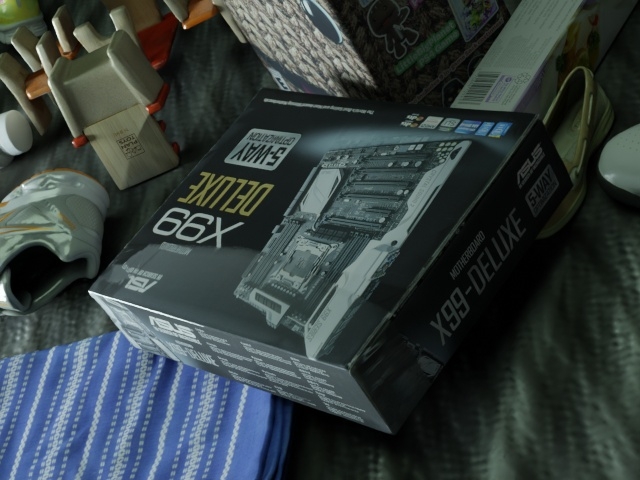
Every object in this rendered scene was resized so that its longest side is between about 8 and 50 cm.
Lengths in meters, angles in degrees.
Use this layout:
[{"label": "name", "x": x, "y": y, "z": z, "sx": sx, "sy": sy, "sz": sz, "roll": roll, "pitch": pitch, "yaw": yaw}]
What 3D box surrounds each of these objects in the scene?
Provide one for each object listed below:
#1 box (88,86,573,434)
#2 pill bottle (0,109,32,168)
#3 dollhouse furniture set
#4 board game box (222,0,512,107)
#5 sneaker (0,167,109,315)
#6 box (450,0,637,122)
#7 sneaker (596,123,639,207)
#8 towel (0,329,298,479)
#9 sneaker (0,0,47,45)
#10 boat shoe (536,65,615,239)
[{"label": "box", "x": 0.000, "y": 0.000, "z": 1.042, "sx": 0.307, "sy": 0.076, "sz": 0.242, "roll": 13, "pitch": 55, "yaw": 47}, {"label": "pill bottle", "x": -0.376, "y": -0.104, "z": 1.498, "sx": 0.116, "sy": 0.065, "sz": 0.065, "roll": -16, "pitch": 41, "yaw": 23}, {"label": "dollhouse furniture set", "x": -0.196, "y": -0.178, "z": 1.426, "sx": 0.262, "sy": 0.135, "sz": 0.259, "roll": -22, "pitch": 28, "yaw": 15}, {"label": "board game box", "x": 0.011, "y": -0.241, "z": 1.173, "sx": 0.141, "sy": 0.291, "sz": 0.232, "roll": -43, "pitch": 38, "yaw": -12}, {"label": "sneaker", "x": -0.320, "y": 0.030, "z": 1.290, "sx": 0.262, "sy": 0.099, "sz": 0.121, "roll": -26, "pitch": 42, "yaw": 13}, {"label": "box", "x": 0.218, "y": -0.198, "z": 1.160, "sx": 0.067, "sy": 0.063, "sz": 0.324, "roll": 9, "pitch": 55, "yaw": 41}, {"label": "sneaker", "x": 0.296, "y": -0.095, "z": 0.922, "sx": 0.270, "sy": 0.145, "sz": 0.090, "roll": 3, "pitch": 51, "yaw": 39}, {"label": "towel", "x": -0.163, "y": 0.151, "z": 1.084, "sx": 0.336, "sy": 0.040, "sz": 0.243, "roll": -15, "pitch": 40, "yaw": 23}, {"label": "sneaker", "x": -0.401, "y": -0.323, "z": 1.718, "sx": 0.081, "sy": 0.094, "sz": 0.208, "roll": -25, "pitch": 37, "yaw": -20}, {"label": "boat shoe", "x": 0.183, "y": -0.067, "z": 1.056, "sx": 0.056, "sy": 0.048, "sz": 0.153, "roll": 7, "pitch": 53, "yaw": 41}]
